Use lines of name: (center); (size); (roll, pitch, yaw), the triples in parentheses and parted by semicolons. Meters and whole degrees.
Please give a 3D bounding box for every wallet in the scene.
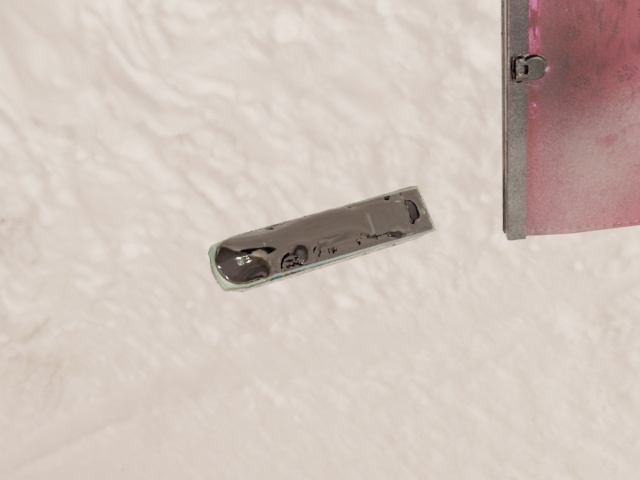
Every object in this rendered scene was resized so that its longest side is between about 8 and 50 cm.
wallet: (0.169, -0.111, 0.608); (0.025, 0.119, 0.232); (-99, 3, -63)

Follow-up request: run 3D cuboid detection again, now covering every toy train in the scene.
toy train: (0.000, 0.000, 0.806); (0.047, 0.207, 0.043); (-32, 77, 56)
